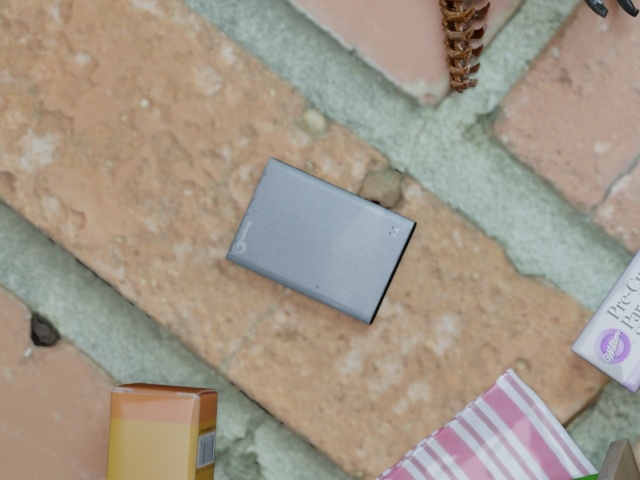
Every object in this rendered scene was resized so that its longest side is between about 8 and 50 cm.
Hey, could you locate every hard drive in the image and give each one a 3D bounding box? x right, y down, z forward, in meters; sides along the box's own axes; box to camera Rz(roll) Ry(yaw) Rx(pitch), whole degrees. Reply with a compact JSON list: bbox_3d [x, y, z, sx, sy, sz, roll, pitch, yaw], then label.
[{"bbox_3d":[0.000,0.000,1.592,0.135,0.022,0.094,24,93,10],"label":"hard drive"}]

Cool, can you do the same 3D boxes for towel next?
[{"bbox_3d":[0.128,0.220,1.562,0.197,0.029,0.144,-41,83,6],"label":"towel"}]

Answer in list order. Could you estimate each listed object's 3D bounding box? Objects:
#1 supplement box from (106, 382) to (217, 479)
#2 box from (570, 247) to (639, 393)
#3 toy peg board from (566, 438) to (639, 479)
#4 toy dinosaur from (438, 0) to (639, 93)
[{"bbox_3d":[-0.135,0.238,1.583,0.078,0.080,0.233,4,88,11],"label":"supplement box"},{"bbox_3d":[0.317,-0.028,1.518,0.067,0.063,0.324,36,95,10],"label":"box"},{"bbox_3d":[0.217,0.258,1.471,0.079,0.160,0.161,-17,96,18],"label":"toy peg board"},{"bbox_3d":[0.173,-0.280,1.528,0.218,0.164,0.322,27,132,24],"label":"toy dinosaur"}]
